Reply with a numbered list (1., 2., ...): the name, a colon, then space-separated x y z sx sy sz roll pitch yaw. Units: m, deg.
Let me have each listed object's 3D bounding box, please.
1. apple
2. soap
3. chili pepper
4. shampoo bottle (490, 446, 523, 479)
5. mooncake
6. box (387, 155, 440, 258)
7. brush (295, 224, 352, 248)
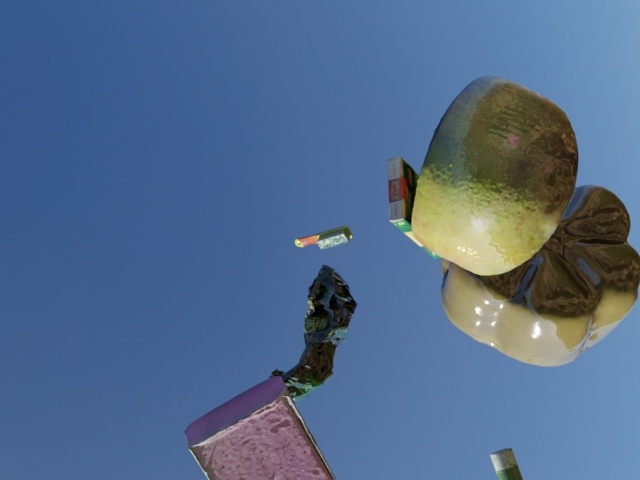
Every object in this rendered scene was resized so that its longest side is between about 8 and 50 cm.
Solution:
1. apple: 0.227 -0.090 0.928 0.120 0.193 0.265 21 -88 -57
2. soap: -0.083 0.375 1.176 0.181 0.081 0.259 -30 -70 -6
3. chili pepper: 0.002 0.184 1.353 0.148 0.116 0.264 56 -128 -66
4. shampoo bottle: 0.502 0.646 1.851 0.065 0.065 0.204 1 -114 -51
5. mooncake: 0.513 0.053 1.707 0.262 0.467 0.467 83 -161 -55
6. box: 0.196 -0.060 1.423 0.235 0.034 0.132 34 -129 -54
7. brush: 0.000 0.000 0.893 0.019 0.083 0.021 56 -140 -30
